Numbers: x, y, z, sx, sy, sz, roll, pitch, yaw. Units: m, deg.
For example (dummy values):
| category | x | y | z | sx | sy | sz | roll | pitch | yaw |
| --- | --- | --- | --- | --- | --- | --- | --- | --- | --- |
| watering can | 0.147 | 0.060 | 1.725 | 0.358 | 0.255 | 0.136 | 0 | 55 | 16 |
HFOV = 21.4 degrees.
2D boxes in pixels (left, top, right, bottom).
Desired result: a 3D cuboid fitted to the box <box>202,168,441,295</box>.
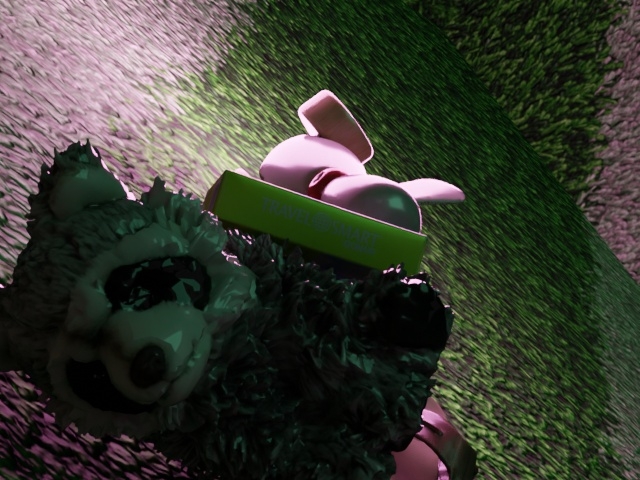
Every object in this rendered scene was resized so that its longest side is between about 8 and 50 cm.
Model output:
| category | x | y | z | sx | sy | sz | roll | pitch | yaw |
| --- | --- | --- | --- | --- | --- | --- | --- | --- | --- |
| box | 0.000 | 0.000 | 1.271 | 0.178 | 0.042 | 0.109 | 19 | -10 | -9 |

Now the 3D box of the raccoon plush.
| category | x | y | z | sx | sy | sz | roll | pitch | yaw |
| --- | --- | --- | --- | --- | --- | --- | --- | --- | --- |
| raccoon plush | -0.106 | 0.077 | 1.224 | 0.299 | 0.216 | 0.446 | 28 | -12 | -9 |

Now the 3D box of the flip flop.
| category | x | y | z | sx | sy | sz | roll | pitch | yaw |
| --- | --- | --- | --- | --- | --- | --- | --- | --- | --- |
| flip flop | 0.095 | 0.185 | 1.485 | 0.112 | 0.080 | 0.277 | 43 | 16 | -10 |

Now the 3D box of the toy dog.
| category | x | y | z | sx | sy | sz | roll | pitch | yaw |
| --- | --- | --- | --- | --- | --- | --- | --- | --- | --- |
| toy dog | 0.022 | -0.011 | 1.556 | 0.161 | 0.220 | 0.334 | 50 | 16 | -21 |
